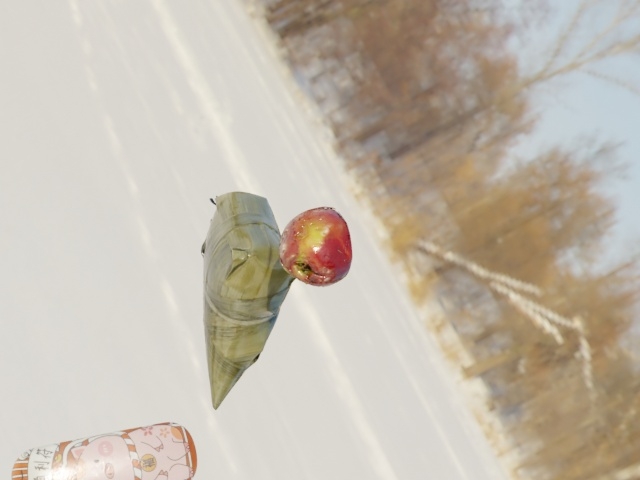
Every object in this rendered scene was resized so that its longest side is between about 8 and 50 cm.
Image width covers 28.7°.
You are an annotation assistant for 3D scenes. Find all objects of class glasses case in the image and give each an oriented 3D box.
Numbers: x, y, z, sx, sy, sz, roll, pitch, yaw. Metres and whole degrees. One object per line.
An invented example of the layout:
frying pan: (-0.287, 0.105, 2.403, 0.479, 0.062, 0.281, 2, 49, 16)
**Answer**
glasses case: (-0.311, 0.332, 1.814, 0.067, 0.267, 0.103, 131, -53, -68)

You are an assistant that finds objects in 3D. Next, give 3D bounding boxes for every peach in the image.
peach: (0.000, 0.000, 1.216, 0.077, 0.050, 0.083, 25, 40, 9)

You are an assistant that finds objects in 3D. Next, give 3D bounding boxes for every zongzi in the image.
zongzi: (-0.100, 0.060, 1.450, 0.205, 0.094, 0.204, -114, -143, -61)
